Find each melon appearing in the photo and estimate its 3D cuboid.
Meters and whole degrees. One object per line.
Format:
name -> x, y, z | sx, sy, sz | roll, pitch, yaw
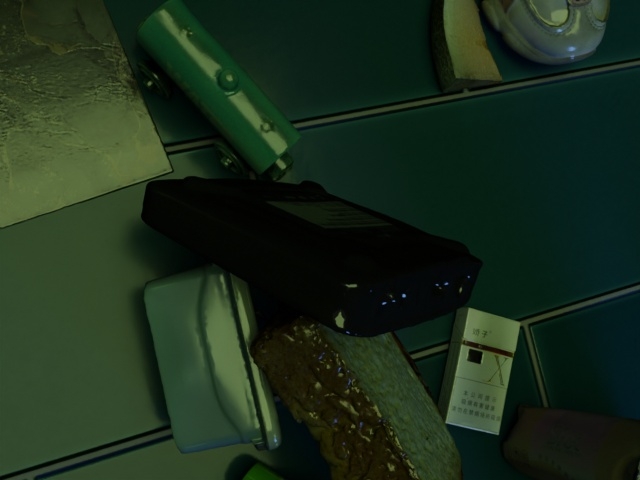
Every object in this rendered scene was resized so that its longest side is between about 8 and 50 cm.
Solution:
melon -> 0.192, -0.301, 1.024 | 0.098, 0.054, 0.182 | -15, 88, -23

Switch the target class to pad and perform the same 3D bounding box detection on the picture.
pad -> -0.355, -0.212, 0.862 | 0.248, 0.007, 0.367 | -22, 92, -18

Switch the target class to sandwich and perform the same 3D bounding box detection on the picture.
sandwich -> 0.054, 0.180, 0.826 | 0.099, 0.271, 0.301 | -30, 93, 12

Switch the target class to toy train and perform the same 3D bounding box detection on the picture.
toy train -> -0.117, -0.172, 0.857 | 0.101, 0.159, 0.248 | -45, 100, -11

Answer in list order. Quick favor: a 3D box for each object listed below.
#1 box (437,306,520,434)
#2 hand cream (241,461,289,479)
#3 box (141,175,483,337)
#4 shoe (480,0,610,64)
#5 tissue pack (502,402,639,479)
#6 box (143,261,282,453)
box -> 0.211, 0.174, 0.985 | 0.084, 0.040, 0.154 | 16, 81, -15
hand cream -> 0.024, 0.353, 0.837 | 0.275, 0.050, 0.079 | 33, 101, 16
box -> 0.000, 0.000, 0.771 | 0.290, 0.289, 0.073 | -5, 116, -55
shoe -> 0.310, -0.419, 0.995 | 0.172, 0.198, 0.351 | -22, 90, -17
tissue pack -> 0.387, 0.287, 0.915 | 0.215, 0.257, 0.123 | 22, 75, -16
box -> -0.114, 0.125, 0.829 | 0.130, 0.162, 0.227 | -13, 88, -8
